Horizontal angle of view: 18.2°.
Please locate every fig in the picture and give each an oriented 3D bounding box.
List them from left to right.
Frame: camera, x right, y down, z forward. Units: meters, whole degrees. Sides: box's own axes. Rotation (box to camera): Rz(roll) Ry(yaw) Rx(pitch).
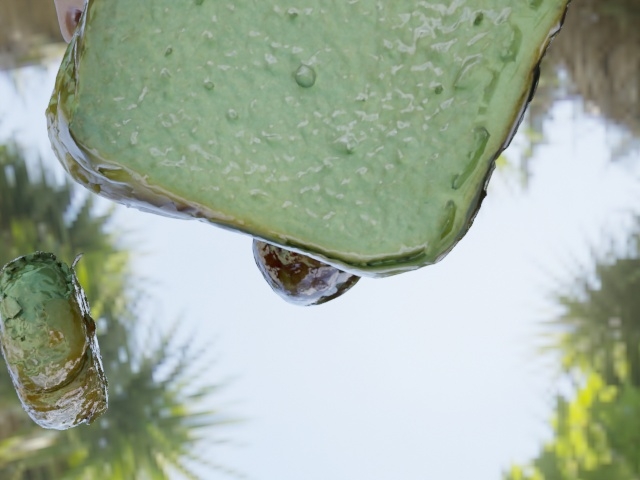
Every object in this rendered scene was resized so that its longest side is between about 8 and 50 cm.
[{"bbox_3d":[0.000,0.000,1.739,0.103,0.109,0.154,28,-164,16],"label":"fig"}]

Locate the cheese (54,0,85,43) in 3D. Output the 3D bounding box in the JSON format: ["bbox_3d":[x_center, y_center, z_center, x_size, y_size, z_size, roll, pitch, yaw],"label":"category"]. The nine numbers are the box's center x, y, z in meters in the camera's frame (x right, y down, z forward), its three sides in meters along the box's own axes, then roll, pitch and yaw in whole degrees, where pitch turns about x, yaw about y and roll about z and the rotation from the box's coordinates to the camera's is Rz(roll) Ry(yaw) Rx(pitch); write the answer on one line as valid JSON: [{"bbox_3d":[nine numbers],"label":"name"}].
[{"bbox_3d":[-0.119,-0.250,1.809,0.203,0.128,0.177,17,-141,40],"label":"cheese"}]

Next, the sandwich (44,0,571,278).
[{"bbox_3d":[-0.008,-0.106,1.101,0.251,0.226,0.087,17,-173,-16],"label":"sandwich"}]

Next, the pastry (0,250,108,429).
[{"bbox_3d":[-0.223,0.085,1.646,0.081,0.153,0.153,-10,-147,-7],"label":"pastry"}]
